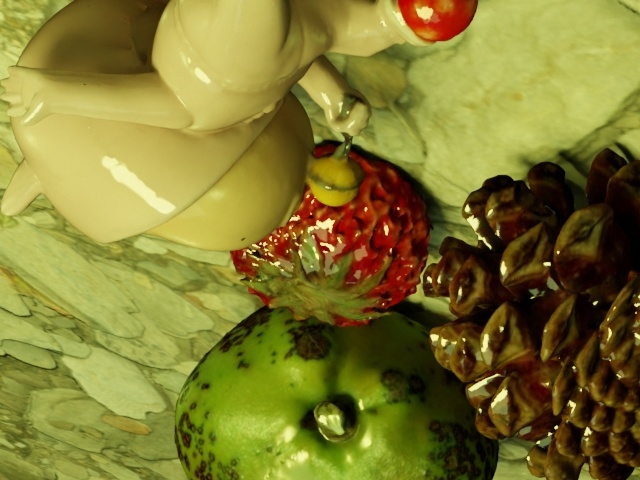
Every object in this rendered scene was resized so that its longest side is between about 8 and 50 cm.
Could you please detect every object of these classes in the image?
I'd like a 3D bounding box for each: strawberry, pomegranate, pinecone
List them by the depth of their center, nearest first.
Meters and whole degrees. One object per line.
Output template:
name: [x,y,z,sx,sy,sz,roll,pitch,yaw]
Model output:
pinecone: [0.154,0.038,1.111,0.208,0.207,0.207,15,153,8]
strawberry: [0.000,0.000,1.234,0.145,0.086,0.145,13,154,7]
pomegranate: [0.023,0.133,1.394,0.222,0.276,0.204,35,115,10]

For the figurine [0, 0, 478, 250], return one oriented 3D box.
figurine: [-0.056,-0.077,1.046,0.287,0.176,0.186,-31,101,39]
